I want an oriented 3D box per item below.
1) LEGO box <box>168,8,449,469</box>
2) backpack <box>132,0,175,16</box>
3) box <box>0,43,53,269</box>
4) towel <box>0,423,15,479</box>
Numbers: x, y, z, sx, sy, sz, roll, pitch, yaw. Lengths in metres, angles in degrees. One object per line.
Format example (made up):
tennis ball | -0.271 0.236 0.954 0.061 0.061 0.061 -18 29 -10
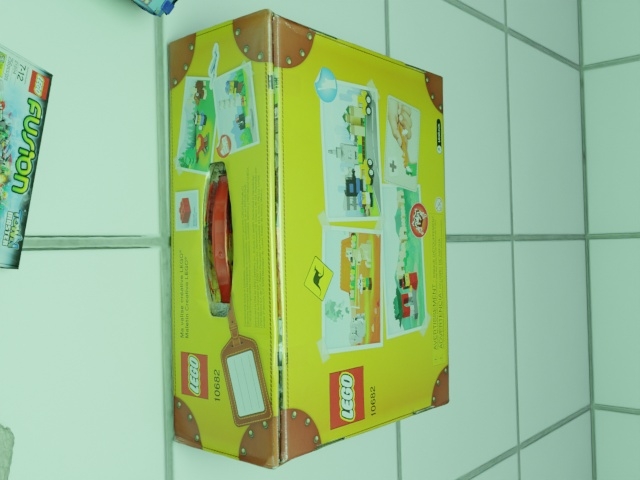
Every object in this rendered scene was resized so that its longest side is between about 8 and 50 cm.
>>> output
LEGO box | 0.000 0.000 0.897 0.372 0.193 0.500 1 88 -49
backpack | -0.183 -0.355 0.713 0.173 0.117 0.158 -48 132 5
box | -0.323 -0.083 0.622 0.114 0.036 0.207 26 68 -67
towel | -0.332 0.196 0.501 0.282 0.049 0.187 70 13 -56
